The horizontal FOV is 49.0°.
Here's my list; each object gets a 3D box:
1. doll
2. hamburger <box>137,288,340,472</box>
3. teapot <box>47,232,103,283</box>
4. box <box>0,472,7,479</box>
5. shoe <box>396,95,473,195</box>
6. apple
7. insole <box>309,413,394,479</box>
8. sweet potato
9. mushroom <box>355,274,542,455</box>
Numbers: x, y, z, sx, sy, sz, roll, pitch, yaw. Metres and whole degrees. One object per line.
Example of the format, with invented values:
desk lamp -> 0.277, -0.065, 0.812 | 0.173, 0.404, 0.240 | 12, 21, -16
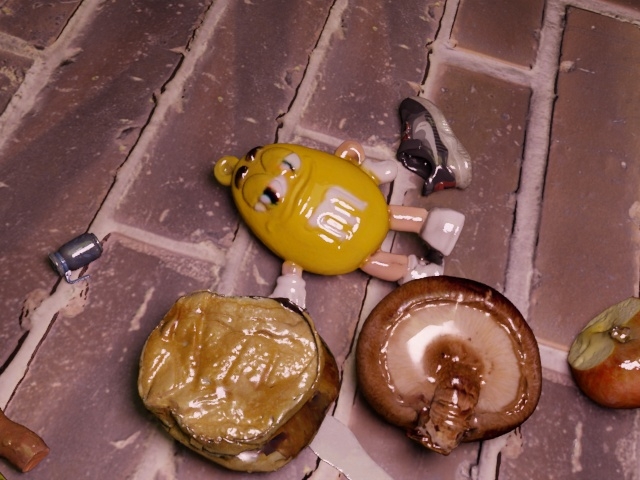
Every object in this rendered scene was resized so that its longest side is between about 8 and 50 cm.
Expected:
doll -> 0.036, -0.009, 1.212 | 0.423, 0.161, 0.348 | -6, 76, -3
hamburger -> -0.119, 0.204, 1.066 | 0.285, 0.134, 0.265 | 28, 66, 15
teapot -> -0.408, 0.029, 1.182 | 0.083, 0.064, 0.049 | -33, 37, -22
box -> -0.509, 0.352, 0.974 | 0.193, 0.030, 0.121 | 40, 62, 16
shoe -> 0.202, -0.183, 1.374 | 0.112, 0.099, 0.227 | -27, 67, -15
apple -> 0.507, 0.189, 1.144 | 0.160, 0.173, 0.195 | 32, 63, 14
insole -> 0.043, 0.333, 1.083 | 0.197, 0.004, 0.065 | 40, 61, 16
sweet potato -> -0.511, 0.230, 1.029 | 0.281, 0.059, 0.067 | 40, 63, 15
mushroom -> 0.197, 0.194, 1.087 | 0.297, 0.163, 0.278 | 19, 68, -3
